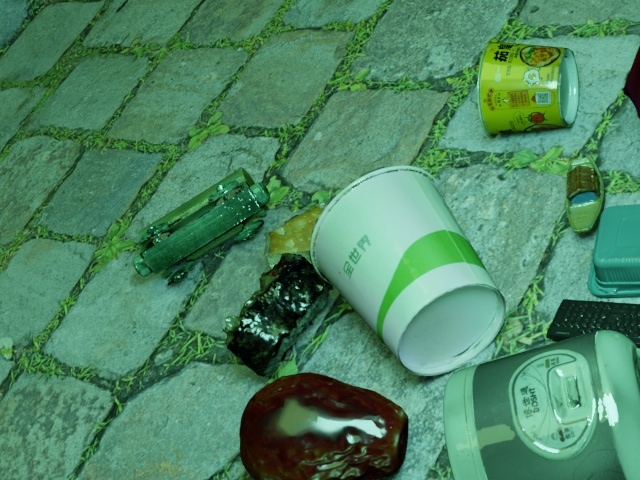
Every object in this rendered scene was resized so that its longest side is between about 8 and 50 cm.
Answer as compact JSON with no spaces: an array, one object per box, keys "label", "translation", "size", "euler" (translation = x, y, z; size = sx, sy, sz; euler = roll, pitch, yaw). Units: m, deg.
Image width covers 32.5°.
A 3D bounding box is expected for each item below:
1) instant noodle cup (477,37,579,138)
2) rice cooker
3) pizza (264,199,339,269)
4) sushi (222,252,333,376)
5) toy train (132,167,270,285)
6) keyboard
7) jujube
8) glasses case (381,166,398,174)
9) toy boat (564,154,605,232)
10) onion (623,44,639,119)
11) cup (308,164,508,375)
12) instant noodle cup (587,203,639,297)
[{"label":"instant noodle cup","translation":[0.373,-0.270,1.945],"size":[0.144,0.182,0.182],"euler":[3,52,27]},{"label":"rice cooker","translation":[0.297,0.264,1.383],"size":[0.277,0.288,0.288],"euler":[-17,43,21]},{"label":"pizza","translation":[-0.007,0.004,2.022],"size":[0.188,0.080,0.204],"euler":[-6,33,0]},{"label":"sushi","translation":[-0.076,0.127,1.882],"size":[0.115,0.147,0.212],"euler":[32,65,11]},{"label":"toy train","translation":[-0.233,-0.025,2.193],"size":[0.307,0.126,0.189],"euler":[-32,7,5]},{"label":"keyboard","translation":[0.455,0.124,1.602],"size":[0.250,0.017,0.087],"euler":[3,44,37]},{"label":"jujube","translation":[0.005,0.294,1.659],"size":[0.255,0.190,0.190],"euler":[3,51,16]},{"label":"glasses case","translation":[0.127,-0.060,1.984],"size":[0.102,0.070,0.193],"euler":[-34,39,4]},{"label":"toy boat","translation":[0.428,-0.071,1.783],"size":[0.065,0.066,0.172],"euler":[-11,45,23]},{"label":"onion","translation":[0.697,-0.268,1.638],"size":[0.420,0.398,0.398],"euler":[34,69,5]},{"label":"cup","translation":[0.145,0.054,1.736],"size":[0.253,0.253,0.274],"euler":[-35,45,1]},{"label":"instant noodle cup","translation":[0.492,0.006,1.660],"size":[0.179,0.070,0.157],"euler":[-3,51,32]}]
